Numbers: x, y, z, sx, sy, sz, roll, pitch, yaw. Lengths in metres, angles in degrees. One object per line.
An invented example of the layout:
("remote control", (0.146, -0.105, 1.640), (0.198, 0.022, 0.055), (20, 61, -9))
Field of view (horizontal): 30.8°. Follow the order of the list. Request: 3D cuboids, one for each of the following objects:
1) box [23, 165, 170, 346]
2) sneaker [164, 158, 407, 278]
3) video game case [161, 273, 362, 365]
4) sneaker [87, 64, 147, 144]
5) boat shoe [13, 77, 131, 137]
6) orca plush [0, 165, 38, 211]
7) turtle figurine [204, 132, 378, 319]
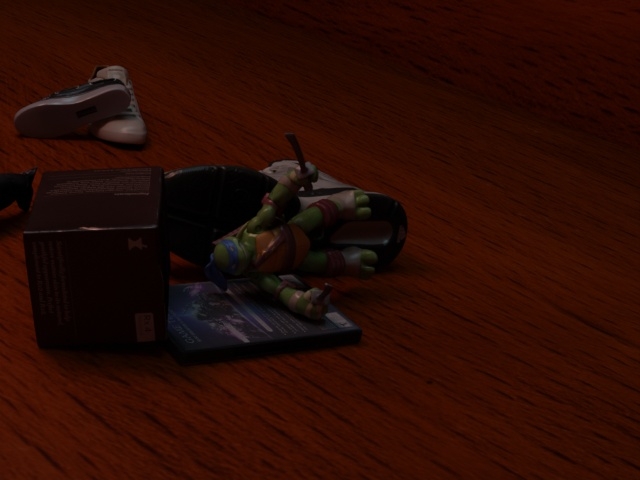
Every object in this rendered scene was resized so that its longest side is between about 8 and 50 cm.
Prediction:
("box", (-0.286, 0.016, 1.524), (0.167, 0.168, 0.203), (-2, 25, -5))
("sneaker", (-0.108, -0.047, 1.872), (0.448, 0.169, 0.257), (6, 11, -30))
("video game case", (-0.108, 0.104, 1.615), (0.274, 0.026, 0.196), (-5, 25, -31))
("sneaker", (-0.423, -0.283, 2.351), (0.106, 0.123, 0.290), (0, 24, -28))
("boat shoe", (-0.485, -0.267, 2.259), (0.229, 0.080, 0.076), (-20, 40, -6))
("orca plush", (-0.538, -0.032, 1.753), (0.151, 0.102, 0.287), (-31, -9, 26))
("turtle figurine", (0.000, 0.000, 1.634), (0.266, 0.275, 0.197), (-11, 63, -51))
